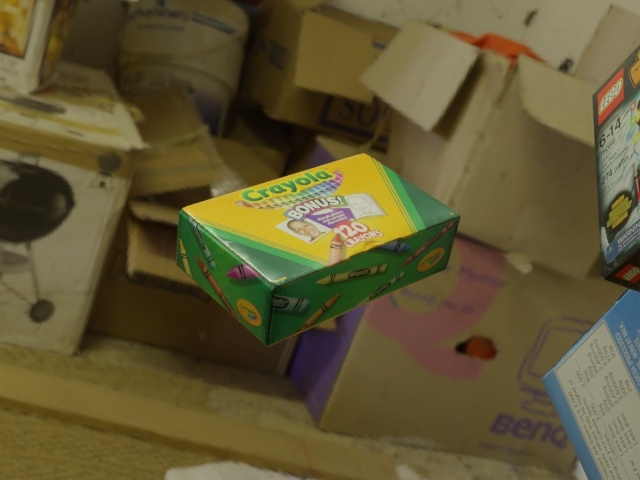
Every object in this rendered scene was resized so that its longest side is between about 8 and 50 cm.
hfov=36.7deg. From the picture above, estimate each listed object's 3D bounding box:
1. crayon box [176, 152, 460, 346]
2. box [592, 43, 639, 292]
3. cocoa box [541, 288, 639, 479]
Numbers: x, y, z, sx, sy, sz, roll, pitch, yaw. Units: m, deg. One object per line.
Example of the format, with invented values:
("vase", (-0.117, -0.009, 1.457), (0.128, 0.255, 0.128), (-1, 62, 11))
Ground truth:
("crayon box", (0.000, 0.000, 1.080), (0.278, 0.081, 0.165), (-20, 43, -37))
("box", (0.142, -0.054, 0.323), (0.027, 0.137, 0.094), (19, 53, -13))
("cocoa box", (0.350, 0.098, 0.530), (0.346, 0.228, 0.232), (-5, 56, -24))
